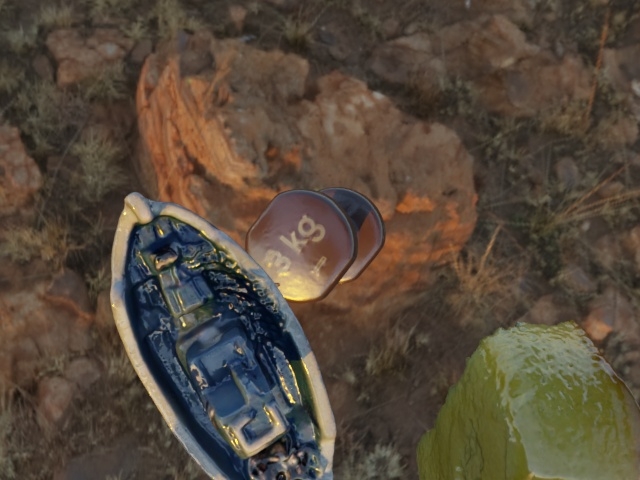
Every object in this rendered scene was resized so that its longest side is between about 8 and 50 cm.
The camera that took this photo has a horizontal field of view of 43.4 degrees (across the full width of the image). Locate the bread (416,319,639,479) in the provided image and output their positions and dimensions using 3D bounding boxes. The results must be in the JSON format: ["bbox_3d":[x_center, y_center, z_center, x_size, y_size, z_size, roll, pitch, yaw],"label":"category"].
[{"bbox_3d":[0.113,0.127,0.432,0.086,0.156,0.125,2,52,-14],"label":"bread"}]

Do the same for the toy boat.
[{"bbox_3d":[-0.071,0.097,0.627,0.129,0.142,0.309,-29,104,-9],"label":"toy boat"}]

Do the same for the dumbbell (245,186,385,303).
[{"bbox_3d":[0.000,0.000,1.041,0.124,0.225,0.140,41,102,9],"label":"dumbbell"}]
